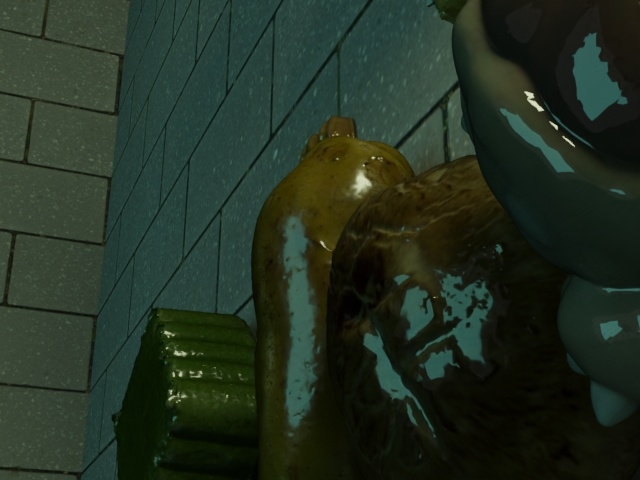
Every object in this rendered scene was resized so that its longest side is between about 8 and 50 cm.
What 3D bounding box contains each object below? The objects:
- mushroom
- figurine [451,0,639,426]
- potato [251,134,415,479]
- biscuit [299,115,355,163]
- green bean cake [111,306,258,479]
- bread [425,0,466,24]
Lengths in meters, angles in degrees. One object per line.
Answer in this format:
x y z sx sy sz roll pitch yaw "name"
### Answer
0.095 0.076 0.641 0.278 0.146 0.278 -5 84 48 "mushroom"
0.205 -0.113 0.397 0.380 0.203 0.248 -52 39 32 "figurine"
0.007 0.084 0.854 0.195 0.176 0.369 -8 72 47 "potato"
-0.001 0.000 1.098 0.202 0.044 0.288 151 124 -65 "biscuit"
-0.167 0.241 1.264 0.247 0.156 0.250 -122 45 -59 "green bean cake"
0.165 -0.209 0.607 0.196 0.138 0.102 138 142 -61 "bread"
